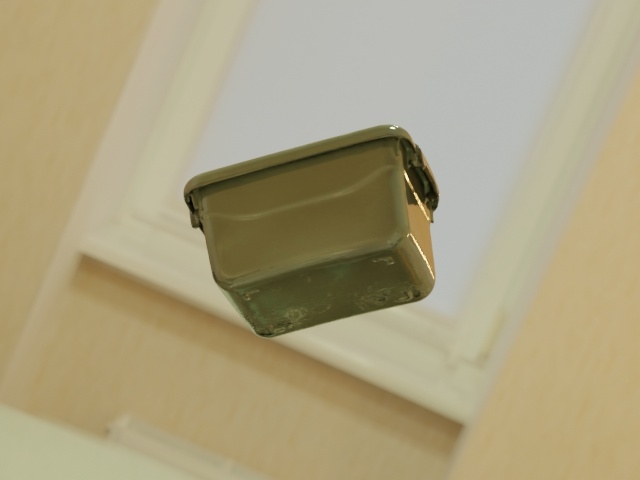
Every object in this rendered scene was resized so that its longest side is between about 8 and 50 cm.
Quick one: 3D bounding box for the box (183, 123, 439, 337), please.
[{"bbox_3d":[0.000,0.000,1.386,0.172,0.092,0.124,-15,-30,12],"label":"box"}]
